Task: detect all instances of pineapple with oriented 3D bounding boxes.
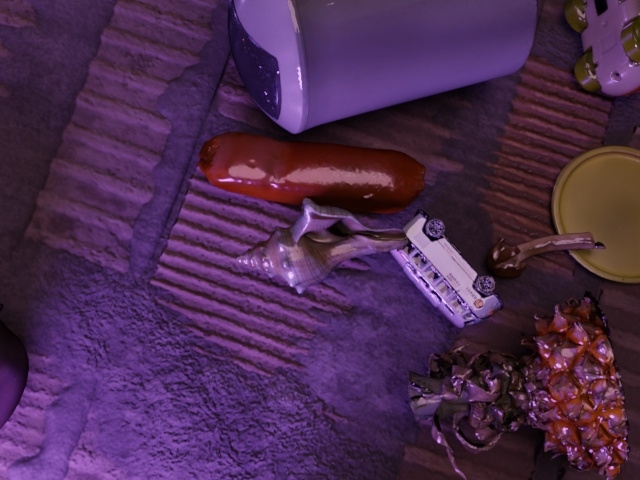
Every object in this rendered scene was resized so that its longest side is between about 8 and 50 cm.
[{"bbox_3d":[0.258,0.212,1.070,0.271,0.262,0.263,-7,75,7],"label":"pineapple"}]

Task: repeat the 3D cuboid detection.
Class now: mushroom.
[{"bbox_3d":[0.348,0.014,1.187,0.186,0.061,0.060,-14,65,-2],"label":"mushroom"}]

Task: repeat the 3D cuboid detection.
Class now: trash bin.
[{"bbox_3d":[0.076,-0.330,1.159,0.431,0.280,0.281,-14,77,-11],"label":"trash bin"}]

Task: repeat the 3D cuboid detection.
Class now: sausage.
[{"bbox_3d":[-0.013,-0.101,1.181,0.348,0.094,0.097,6,59,-1],"label":"sausage"}]

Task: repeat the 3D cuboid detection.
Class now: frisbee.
[{"bbox_3d":[0.487,-0.043,1.242,0.235,0.017,0.236,1,75,-5],"label":"frisbee"}]

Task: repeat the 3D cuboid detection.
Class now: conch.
[{"bbox_3d":[-0.010,-0.007,1.133,0.233,0.137,0.114,-32,36,3],"label":"conch"}]

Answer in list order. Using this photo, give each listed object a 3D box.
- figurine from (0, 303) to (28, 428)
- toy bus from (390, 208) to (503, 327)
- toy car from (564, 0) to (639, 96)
[{"bbox_3d":[-0.530,0.106,1.026,0.218,0.206,0.365,-25,78,-9],"label":"figurine"},{"bbox_3d":[0.187,0.049,1.162,0.089,0.087,0.194,-40,82,-6],"label":"toy bus"},{"bbox_3d":[0.544,-0.350,1.278,0.235,0.145,0.235,6,74,-20],"label":"toy car"}]
